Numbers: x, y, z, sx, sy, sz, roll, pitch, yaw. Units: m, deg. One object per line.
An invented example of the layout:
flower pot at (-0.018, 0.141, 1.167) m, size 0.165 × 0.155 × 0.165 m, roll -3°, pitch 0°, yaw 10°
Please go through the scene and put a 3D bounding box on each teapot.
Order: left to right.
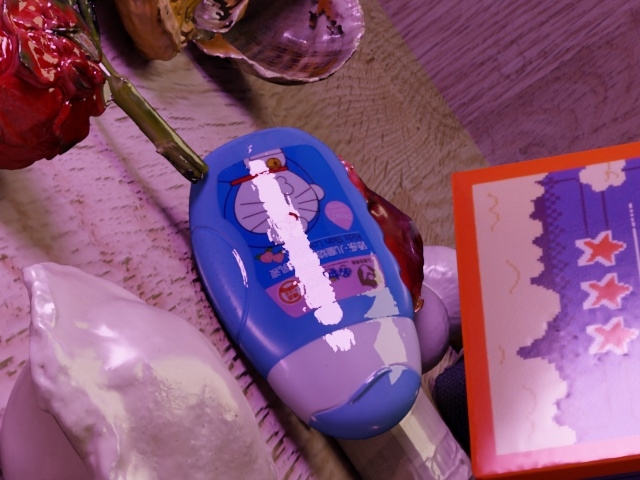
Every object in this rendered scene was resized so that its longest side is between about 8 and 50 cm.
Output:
teapot at (0.031, 0.137, 1.577) m, size 0.200 × 0.077 × 0.107 m, roll 56°, pitch 39°, yaw 1°

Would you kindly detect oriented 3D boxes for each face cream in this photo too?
face cream at (-0.009, 0.039, 1.512) m, size 0.083 × 0.149 × 0.264 m, roll 94°, pitch -27°, yaw -61°

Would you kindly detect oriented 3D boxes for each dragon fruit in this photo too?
dragon fruit at (-0.198, -0.112, 1.229) m, size 0.142 × 0.121 × 0.130 m, roll 26°, pitch -54°, yaw 60°
dragon fruit at (0.006, -0.009, 1.724) m, size 0.161 × 0.126 × 0.274 m, roll 50°, pitch 12°, yaw -28°

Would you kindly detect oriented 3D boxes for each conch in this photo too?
conch at (-0.071, -0.268, 2.075) m, size 0.291 × 0.159 × 0.210 m, roll -50°, pitch 120°, yaw -38°

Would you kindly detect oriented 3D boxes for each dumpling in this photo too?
dumpling at (-0.092, 0.120, 0.995) m, size 0.162 × 0.132 × 0.250 m, roll -120°, pitch -174°, yaw -62°

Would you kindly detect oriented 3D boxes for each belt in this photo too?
belt at (0.222, 0.182, 2.073) m, size 0.230 × 0.126 × 0.139 m, roll 39°, pitch 22°, yaw -51°

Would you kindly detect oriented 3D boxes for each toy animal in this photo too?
toy animal at (0.062, 0.099, 1.801) m, size 0.221 × 0.131 × 0.103 m, roll -51°, pitch 143°, yaw -52°

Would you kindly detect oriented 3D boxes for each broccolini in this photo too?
broccolini at (-0.172, -0.150, 1.559) m, size 0.271 × 0.062 × 0.123 m, roll 52°, pitch 26°, yaw 10°

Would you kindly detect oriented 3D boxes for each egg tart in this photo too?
egg tart at (-0.158, -0.301, 1.747) m, size 0.295 × 0.116 × 0.294 m, roll 161°, pitch -90°, yaw -87°

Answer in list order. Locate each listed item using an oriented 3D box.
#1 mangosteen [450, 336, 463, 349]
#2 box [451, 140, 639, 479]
mangosteen at (0.244, 0.088, 2.281) m, size 0.265 × 0.228 × 0.228 m, roll 15°, pitch 10°, yaw 7°
box at (0.279, 0.136, 1.728) m, size 0.348 × 0.257 × 0.318 m, roll 66°, pitch 20°, yaw -52°
